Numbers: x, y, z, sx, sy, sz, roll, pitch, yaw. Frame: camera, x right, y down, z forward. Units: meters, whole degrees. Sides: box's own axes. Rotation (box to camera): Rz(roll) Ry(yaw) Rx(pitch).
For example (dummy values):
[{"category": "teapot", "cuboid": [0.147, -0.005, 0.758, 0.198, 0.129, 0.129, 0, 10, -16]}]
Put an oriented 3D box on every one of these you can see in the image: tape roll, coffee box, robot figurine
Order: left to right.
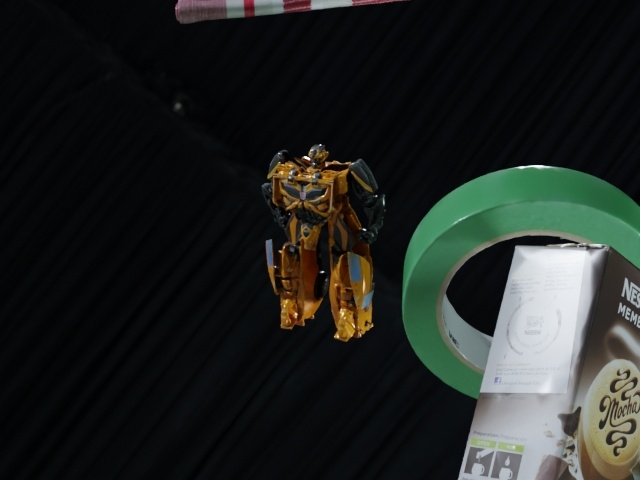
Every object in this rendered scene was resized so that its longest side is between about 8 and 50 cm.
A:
[{"category": "robot figurine", "cuboid": [0.000, 0.000, 1.845, 0.211, 0.291, 0.085, 8, 25, 30]}, {"category": "tape roll", "cuboid": [0.260, 0.064, 1.490, 0.321, 0.321, 0.077, 37, 30, -19]}, {"category": "coffee box", "cuboid": [0.258, 0.170, 1.261, 0.119, 0.297, 0.168, 0, -21, 44]}]

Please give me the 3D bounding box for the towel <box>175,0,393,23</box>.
[{"category": "towel", "cuboid": [-0.015, -0.315, 1.570, 0.329, 0.037, 0.237, -6, 13, -1]}]
